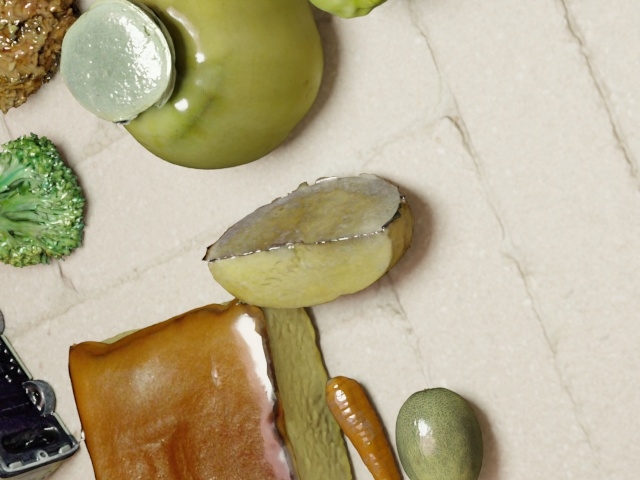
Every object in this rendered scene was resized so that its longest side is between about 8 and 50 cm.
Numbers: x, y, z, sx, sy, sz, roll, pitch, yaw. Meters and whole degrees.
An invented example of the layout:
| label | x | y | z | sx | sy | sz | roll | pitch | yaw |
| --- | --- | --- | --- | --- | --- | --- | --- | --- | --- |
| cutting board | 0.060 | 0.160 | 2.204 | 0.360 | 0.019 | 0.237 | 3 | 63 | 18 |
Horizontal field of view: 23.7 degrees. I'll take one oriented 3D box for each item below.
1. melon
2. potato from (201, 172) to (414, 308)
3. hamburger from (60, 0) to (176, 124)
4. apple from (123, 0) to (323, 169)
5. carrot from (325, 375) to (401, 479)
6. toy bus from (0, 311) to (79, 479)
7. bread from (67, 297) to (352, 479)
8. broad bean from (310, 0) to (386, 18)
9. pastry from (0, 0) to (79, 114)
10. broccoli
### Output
| label | x | y | z | sx | sy | sz | roll | pitch | yaw |
| --- | --- | --- | --- | --- | --- | --- | --- | --- | --- |
| melon | 0.134 | 0.229 | 1.716 | 0.098 | 0.098 | 0.131 | -14 | 93 | 35 |
| potato | 0.000 | 0.000 | 1.767 | 0.243 | 0.138 | 0.098 | -9 | 124 | 21 |
| hamburger | -0.215 | -0.195 | 1.647 | 0.140 | 0.062 | 0.133 | -34 | 88 | 29 |
| apple | -0.124 | -0.209 | 1.766 | 0.262 | 0.262 | 0.262 | 5 | 98 | 34 |
| carrot | 0.066 | 0.257 | 1.803 | 0.048 | 0.048 | 0.216 | -31 | 84 | 34 |
| toy bus | -0.493 | 0.228 | 2.127 | 0.305 | 0.143 | 0.179 | 52 | 123 | 18 |
| bread | -0.139 | 0.245 | 1.881 | 0.333 | 0.143 | 0.324 | -19 | 86 | 35 |
| broad bean | 0.029 | -0.381 | 1.663 | 0.238 | 0.119 | 0.291 | 144 | 124 | -68 |
| pastry | -0.443 | -0.303 | 1.996 | 0.274 | 0.193 | 0.275 | 6 | 100 | 33 |
| broccoli | -0.429 | -0.048 | 2.019 | 0.219 | 0.194 | 0.194 | 9 | 101 | 28 |
